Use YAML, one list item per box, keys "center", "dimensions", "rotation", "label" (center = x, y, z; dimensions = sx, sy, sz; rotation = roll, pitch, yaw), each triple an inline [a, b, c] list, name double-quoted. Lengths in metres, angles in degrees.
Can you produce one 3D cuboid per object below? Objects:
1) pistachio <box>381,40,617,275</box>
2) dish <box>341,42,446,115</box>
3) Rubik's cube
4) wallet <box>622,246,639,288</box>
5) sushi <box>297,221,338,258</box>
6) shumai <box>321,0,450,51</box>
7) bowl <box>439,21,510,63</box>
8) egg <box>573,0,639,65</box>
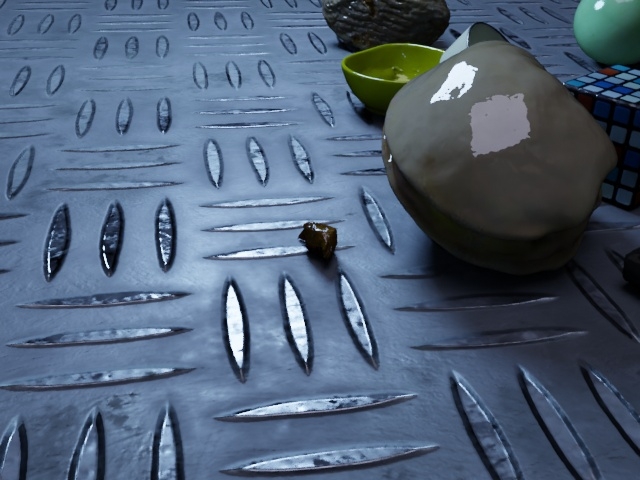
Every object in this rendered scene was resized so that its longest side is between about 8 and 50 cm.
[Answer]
- center: [0.274, -0.135, 1.166]
  dimensions: [0.366, 0.281, 0.445]
  rotation: [10, 44, -4]
  label: "pistachio"
- center: [0.172, -0.344, 1.645]
  dimensions: [0.221, 0.108, 0.262]
  rotation: [22, 37, 30]
  label: "dish"
- center: [0.530, -0.187, 1.329]
  dimensions: [0.187, 0.182, 0.184]
  rotation: [-21, 38, -35]
  label: "Rubik's cube"
- center: [0.614, 0.103, 0.958]
  dimensions: [0.229, 0.062, 0.406]
  rotation: [-14, 34, -26]
  label: "wallet"
- center: [0.000, 0.000, 1.117]
  dimensions: [0.050, 0.047, 0.099]
  rotation: [5, 12, -17]
  label: "sushi"
- center: [0.200, -0.639, 2.040]
  dimensions: [0.346, 0.216, 0.283]
  rotation: [11, 32, 21]
  label: "shumai"
- center: [0.316, -0.303, 1.507]
  dimensions: [0.126, 0.237, 0.238]
  rotation: [-23, 12, 38]
  label: "bowl"
- center: [0.780, -0.561, 1.937]
  dimensions: [0.270, 0.220, 0.220]
  rotation: [-9, 31, -32]
  label: "egg"
